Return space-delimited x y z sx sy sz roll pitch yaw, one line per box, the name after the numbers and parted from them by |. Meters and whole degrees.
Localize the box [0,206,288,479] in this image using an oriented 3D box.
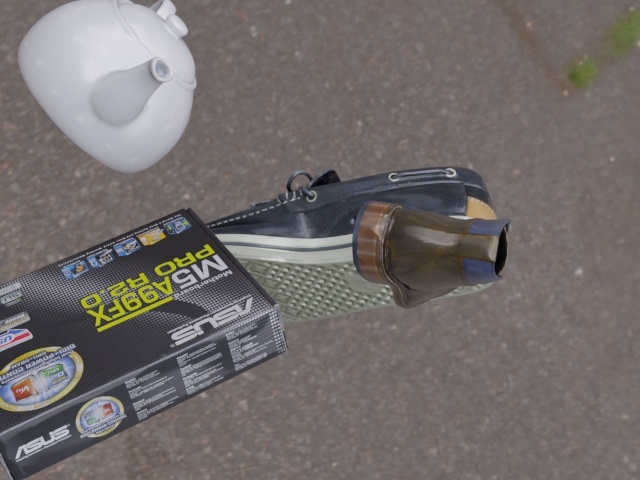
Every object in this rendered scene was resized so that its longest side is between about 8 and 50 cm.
-0.198 0.084 0.948 0.270 0.216 0.060 -24 126 -18 | box

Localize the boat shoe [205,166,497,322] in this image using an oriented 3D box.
0.000 0.000 1.353 0.186 0.501 0.155 59 30 -48 | boat shoe

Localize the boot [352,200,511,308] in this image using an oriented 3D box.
0.111 0.020 0.809 0.219 0.106 0.082 17 81 -66 | boot

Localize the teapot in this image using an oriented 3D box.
-0.251 -0.227 1.309 0.256 0.187 0.252 55 12 20 | teapot
